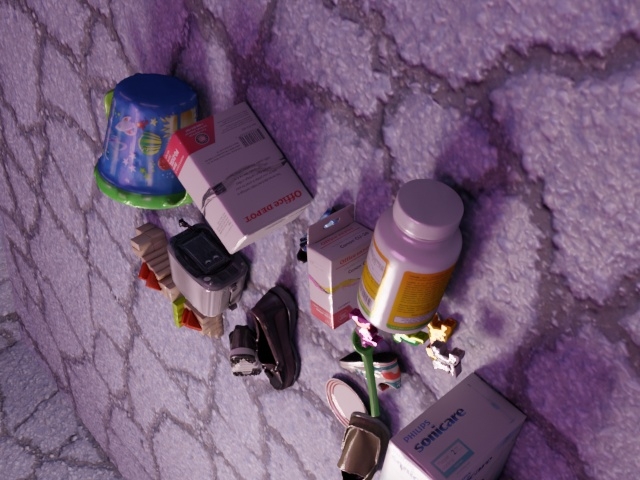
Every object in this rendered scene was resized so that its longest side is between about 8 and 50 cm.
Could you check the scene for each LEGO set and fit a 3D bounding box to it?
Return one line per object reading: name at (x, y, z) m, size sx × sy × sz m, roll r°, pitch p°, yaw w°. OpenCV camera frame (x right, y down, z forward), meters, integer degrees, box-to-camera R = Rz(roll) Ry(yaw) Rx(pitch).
LEGO set at (0.169, 0.175, 1.436) m, size 0.227 × 0.087 × 0.093 m, roll 19°, pitch 133°, yaw 38°

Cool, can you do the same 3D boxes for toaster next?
toaster at (-0.269, 0.068, 1.917) m, size 0.227 × 0.129 × 0.146 m, roll 41°, pitch 146°, yaw 26°

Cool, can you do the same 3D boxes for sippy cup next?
sippy cup at (-0.348, -0.219, 1.729) m, size 0.305 × 0.240 × 0.224 m, roll 17°, pitch 124°, yaw 7°

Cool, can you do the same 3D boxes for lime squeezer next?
lime squeezer at (0.057, 0.176, 1.573) m, size 0.110 × 0.058 × 0.310 m, roll -47°, pitch 55°, yaw 30°

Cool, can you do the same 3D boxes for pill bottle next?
pill bottle at (0.143, 0.025, 1.297) m, size 0.136 × 0.136 × 0.246 m, roll 43°, pitch 144°, yaw 25°

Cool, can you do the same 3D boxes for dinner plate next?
dinner plate at (0.062, 0.357, 1.789) m, size 0.141 × 0.017 × 0.141 m, roll 33°, pitch 138°, yaw 35°

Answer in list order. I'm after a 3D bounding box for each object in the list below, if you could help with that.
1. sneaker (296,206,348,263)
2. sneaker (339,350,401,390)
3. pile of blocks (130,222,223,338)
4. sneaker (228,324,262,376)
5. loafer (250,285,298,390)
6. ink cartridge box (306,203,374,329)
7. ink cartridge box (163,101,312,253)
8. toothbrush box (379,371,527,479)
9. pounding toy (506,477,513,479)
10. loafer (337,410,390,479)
sneaker at (0.000, 0.000, 1.536) m, size 0.063 × 0.073 × 0.162 m, roll 51°, pitch 147°, yaw 15°
sneaker at (0.098, 0.260, 1.622) m, size 0.161 × 0.057 × 0.075 m, roll -8°, pitch 103°, yaw 53°
pile of blocks at (-0.396, 0.122, 2.151) m, size 0.362 × 0.112 × 0.149 m, roll 51°, pitch 147°, yaw 15°
sneaker at (-0.181, 0.264, 2.005) m, size 0.234 × 0.078 × 0.106 m, roll 93°, pitch 175°, yaw -68°
loafer at (-0.115, 0.234, 1.862) m, size 0.109 × 0.095 × 0.303 m, roll 35°, pitch 140°, yaw 34°
ink cartridge box at (0.041, 0.046, 1.476) m, size 0.067 × 0.115 × 0.198 m, roll 32°, pitch 139°, yaw 39°
ink cartridge box at (-0.155, -0.119, 1.565) m, size 0.237 × 0.172 × 0.100 m, roll 55°, pitch 148°, yaw 7°
toothbrush box at (0.212, 0.404, 1.432) m, size 0.126 × 0.216 × 0.296 m, roll 38°, pitch 141°, yaw 30°
pounding toy at (0.288, 0.513, 1.420) m, size 0.094 × 0.206 × 0.181 m, roll 41°, pitch 143°, yaw 27°
loafer at (0.088, 0.454, 1.744) m, size 0.094 × 0.087 × 0.251 m, roll 17°, pitch 137°, yaw 18°
